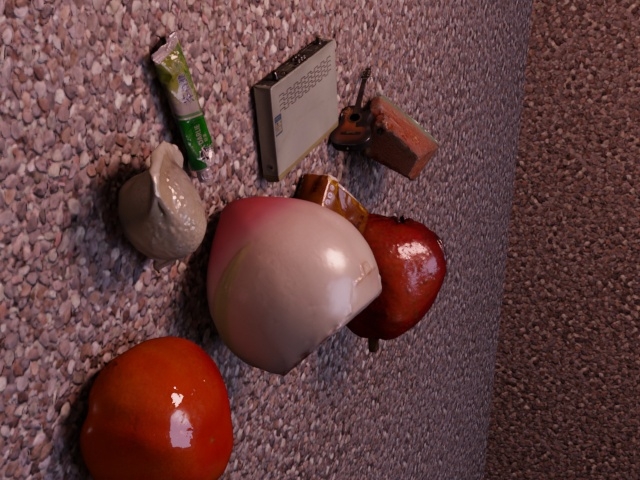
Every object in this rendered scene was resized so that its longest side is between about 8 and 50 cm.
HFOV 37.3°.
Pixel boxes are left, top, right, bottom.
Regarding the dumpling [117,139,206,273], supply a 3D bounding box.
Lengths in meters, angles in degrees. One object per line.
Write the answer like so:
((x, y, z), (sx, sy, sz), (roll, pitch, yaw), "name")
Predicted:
((-0.223, -0.059, 1.357), (0.216, 0.126, 0.166), (54, 34, -55), "dumpling")

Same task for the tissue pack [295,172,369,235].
((0.000, 0.000, 1.906), (0.183, 0.092, 0.226), (41, 64, -51), "tissue pack")

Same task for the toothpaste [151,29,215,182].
((-0.204, -0.192, 1.437), (0.078, 0.046, 0.248), (-60, 148, -43), "toothpaste")

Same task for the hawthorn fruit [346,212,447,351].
((0.138, 0.092, 2.081), (0.265, 0.265, 0.307), (-18, 118, -64), "hawthorn fruit")

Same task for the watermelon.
((0.166, -0.210, 2.095), (0.140, 0.193, 0.257), (-55, -174, 14), "watermelon")

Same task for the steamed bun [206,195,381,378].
((-0.069, 0.052, 1.601), (0.309, 0.309, 0.309), (10, 90, -67), "steamed bun")

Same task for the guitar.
((0.082, -0.285, 2.034), (0.025, 0.088, 0.233), (68, 30, -50), "guitar")

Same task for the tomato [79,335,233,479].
((-0.231, 0.274, 1.393), (0.260, 0.180, 0.260), (-11, 103, -60), "tomato")

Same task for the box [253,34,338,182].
((-0.042, -0.253, 1.781), (0.270, 0.045, 0.211), (-50, 143, -49), "box")
